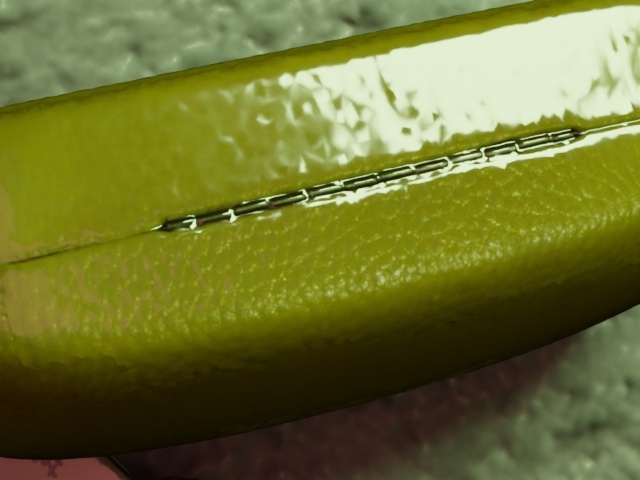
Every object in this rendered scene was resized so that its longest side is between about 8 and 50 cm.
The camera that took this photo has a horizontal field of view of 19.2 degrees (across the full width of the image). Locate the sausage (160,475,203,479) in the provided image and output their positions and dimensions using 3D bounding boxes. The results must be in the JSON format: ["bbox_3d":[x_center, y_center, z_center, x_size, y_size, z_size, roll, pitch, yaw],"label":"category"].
[{"bbox_3d":[-0.047,0.199,0.833,0.077,0.077,0.194,-13,88,-7],"label":"sausage"}]

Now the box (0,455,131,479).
[{"bbox_3d":[-0.200,0.088,0.834,0.201,0.058,0.141,41,83,-1],"label":"box"}]

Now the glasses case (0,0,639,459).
[{"bbox_3d":[0.000,0.000,0.795,0.371,0.173,0.141,-13,84,-19],"label":"glasses case"}]
